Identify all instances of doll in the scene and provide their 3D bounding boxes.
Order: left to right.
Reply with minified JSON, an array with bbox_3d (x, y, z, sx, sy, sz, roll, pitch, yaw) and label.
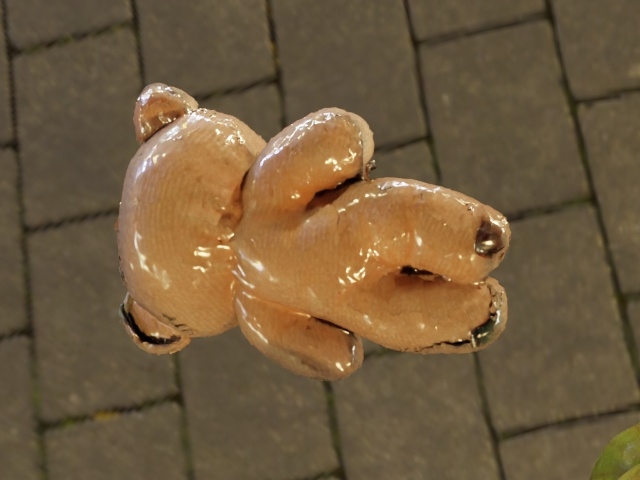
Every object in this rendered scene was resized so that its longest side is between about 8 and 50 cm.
[{"bbox_3d":[0.000,0.000,1.261,0.303,0.156,0.201,10,102,20],"label":"doll"}]

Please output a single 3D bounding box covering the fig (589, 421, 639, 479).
[{"bbox_3d":[0.231,0.177,1.242,0.124,0.236,0.124,-7,75,26],"label":"fig"}]
